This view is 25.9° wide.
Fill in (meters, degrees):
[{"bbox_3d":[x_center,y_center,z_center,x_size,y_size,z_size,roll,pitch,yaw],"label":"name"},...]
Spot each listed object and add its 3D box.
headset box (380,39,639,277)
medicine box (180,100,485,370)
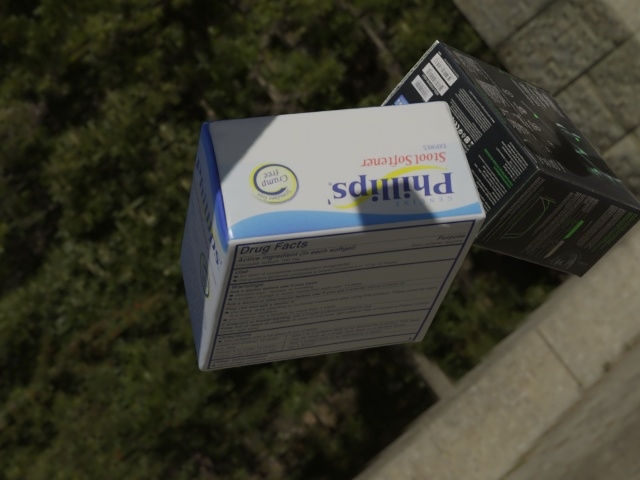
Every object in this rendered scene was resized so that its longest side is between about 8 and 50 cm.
[{"bbox_3d":[0.252,-0.099,1.789,0.283,0.246,0.131,14,-55,-48],"label":"headset box"},{"bbox_3d":[0.000,0.000,1.482,0.263,0.149,0.289,-6,-30,-15],"label":"medicine box"}]
